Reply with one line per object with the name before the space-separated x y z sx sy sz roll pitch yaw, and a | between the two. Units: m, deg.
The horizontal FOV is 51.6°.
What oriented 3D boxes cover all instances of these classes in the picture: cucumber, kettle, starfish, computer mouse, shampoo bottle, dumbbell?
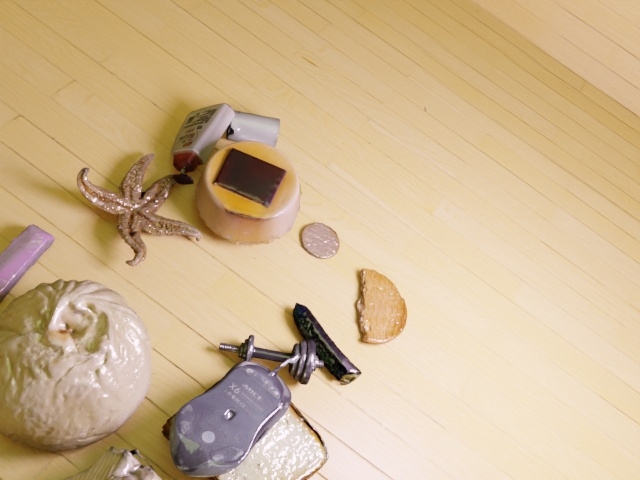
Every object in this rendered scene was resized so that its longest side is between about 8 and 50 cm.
cucumber | 0.003 0.260 1.671 0.067 0.067 0.245 -32 72 -35
kettle | -0.200 -0.337 1.962 0.147 0.098 0.127 11 60 -12
starfish | -0.467 -0.089 1.680 0.326 0.094 0.375 15 48 -38
computer mouse | -0.165 0.358 1.397 0.167 0.090 0.379 40 47 15
shampoo bottle | -0.342 -0.255 1.820 0.153 0.071 0.284 -8 48 26
dumbbell | -0.117 0.275 1.589 0.254 0.110 0.110 12 54 -7

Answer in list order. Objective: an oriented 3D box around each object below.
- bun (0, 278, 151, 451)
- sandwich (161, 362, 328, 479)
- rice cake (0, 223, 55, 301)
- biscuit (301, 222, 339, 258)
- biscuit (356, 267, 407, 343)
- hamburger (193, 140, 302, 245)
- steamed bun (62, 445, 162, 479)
bun | -0.518 0.241 1.358 0.352 0.227 0.349 -35 78 -34
sandwich | -0.157 0.443 1.457 0.271 0.099 0.301 -29 69 -39
rice cake | -0.725 0.099 1.474 0.072 0.056 0.365 28 51 -1
biscuit | 0.000 0.000 1.870 0.120 0.015 0.120 11 55 -16
biscuit | 0.168 0.184 1.806 0.144 0.033 0.224 10 55 -19
hamburger | -0.189 -0.123 1.777 0.301 0.170 0.302 6 61 -10
steamed bun | -0.398 0.548 1.217 0.280 0.268 0.207 -36 111 -23
